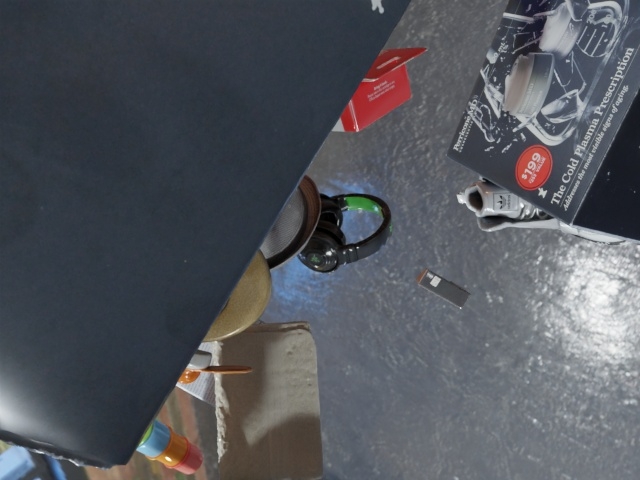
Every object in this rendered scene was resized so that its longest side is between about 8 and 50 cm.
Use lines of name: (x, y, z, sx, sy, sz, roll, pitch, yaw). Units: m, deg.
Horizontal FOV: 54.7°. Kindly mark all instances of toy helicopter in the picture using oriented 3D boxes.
toy helicopter: (-0.236, 0.100, 0.829, 0.140, 0.354, 0.235, 131, 122, -87)

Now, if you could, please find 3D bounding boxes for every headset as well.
headset: (0.000, 0.000, 1.646, 0.394, 0.243, 0.185, -11, 127, 4)

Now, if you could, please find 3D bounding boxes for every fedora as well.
fedora: (-0.127, -0.073, 1.185, 0.243, 0.276, 0.124, -3, 144, 14)

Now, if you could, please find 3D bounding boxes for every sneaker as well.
sneaker: (0.434, -0.065, 1.187, 0.366, 0.210, 0.138, -152, 59, -62)

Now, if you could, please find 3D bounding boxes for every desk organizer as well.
desk organizer: (0.309, 0.117, 1.568, 0.130, 0.050, 0.047, 30, 99, -8)

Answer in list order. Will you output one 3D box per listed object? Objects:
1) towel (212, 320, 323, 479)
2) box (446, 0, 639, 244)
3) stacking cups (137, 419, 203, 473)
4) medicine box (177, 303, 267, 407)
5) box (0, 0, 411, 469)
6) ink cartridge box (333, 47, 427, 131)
towel: (-0.094, 0.285, 1.095, 0.049, 0.187, 0.282, 148, 120, -75)
box: (0.404, -0.220, 0.954, 0.312, 0.178, 0.343, 47, 122, 56)
stacking cups: (-0.370, 0.429, 1.342, 0.096, 0.096, 0.316, 4, 146, 42)
medicine box: (-0.305, 0.247, 1.558, 0.289, 0.263, 0.149, 26, 102, 7)
box: (-0.243, -0.135, 0.618, 0.297, 0.480, 0.471, 33, 177, -35)
ink cartridge box: (0.033, -0.217, 0.896, 0.231, 0.134, 0.078, 11, 128, 43)
